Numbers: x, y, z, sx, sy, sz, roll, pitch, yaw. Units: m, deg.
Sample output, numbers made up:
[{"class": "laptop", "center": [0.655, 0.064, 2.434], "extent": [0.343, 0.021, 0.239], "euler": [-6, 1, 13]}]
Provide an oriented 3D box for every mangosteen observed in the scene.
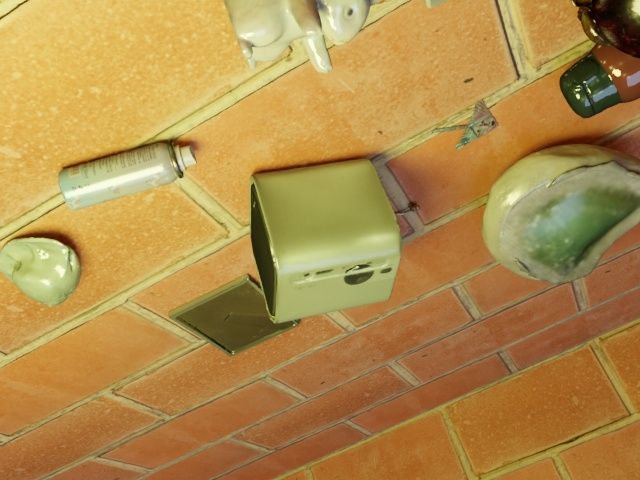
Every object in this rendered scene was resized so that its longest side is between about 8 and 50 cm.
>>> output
[{"class": "mangosteen", "center": [0.533, -0.401, 1.054], "extent": [0.228, 0.228, 0.265], "euler": [2, 178, -28]}]

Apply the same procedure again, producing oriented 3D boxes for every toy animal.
[{"class": "toy animal", "center": [0.002, -0.322, 0.916], "extent": [0.282, 0.138, 0.140], "euler": [-5, 178, 4]}]

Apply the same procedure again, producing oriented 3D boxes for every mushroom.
[{"class": "mushroom", "center": [0.093, -0.041, 1.492], "extent": [0.286, 0.026, 0.028], "euler": [-15, 130, -4]}]

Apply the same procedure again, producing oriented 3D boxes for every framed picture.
[{"class": "framed picture", "center": [-0.212, 0.203, 1.681], "extent": [0.232, 0.024, 0.315], "euler": [-25, 144, 9]}]

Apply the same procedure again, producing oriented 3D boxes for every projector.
[{"class": "projector", "center": [0.000, 0.000, 1.297], "extent": [0.249, 0.248, 0.249], "euler": [-10, 145, -13]}]

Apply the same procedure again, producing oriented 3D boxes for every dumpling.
[{"class": "dumpling", "center": [-0.545, 0.071, 1.258], "extent": [0.152, 0.108, 0.219], "euler": [-1, 140, -25]}]

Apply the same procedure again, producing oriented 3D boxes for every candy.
[{"class": "candy", "center": [0.556, -0.076, 1.518], "extent": [0.426, 0.186, 0.386], "euler": [16, 124, -37]}]

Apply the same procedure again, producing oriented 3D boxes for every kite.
[{"class": "kite", "center": [0.301, -0.236, 1.330], "extent": [0.152, 0.005, 0.137], "euler": [-4, 141, -21]}]

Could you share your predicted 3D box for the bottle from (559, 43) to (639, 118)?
[{"class": "bottle", "center": [0.615, -0.350, 1.202], "extent": [0.336, 0.144, 0.144], "euler": [-33, 144, 19]}]

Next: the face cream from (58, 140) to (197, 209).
[{"class": "face cream", "center": [-0.331, -0.118, 1.127], "extent": [0.229, 0.075, 0.075], "euler": [-16, 146, -3]}]

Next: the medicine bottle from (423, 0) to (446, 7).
[{"class": "medicine bottle", "center": [0.220, -0.439, 0.933], "extent": [0.188, 0.088, 0.132], "euler": [-23, 147, 5]}]
